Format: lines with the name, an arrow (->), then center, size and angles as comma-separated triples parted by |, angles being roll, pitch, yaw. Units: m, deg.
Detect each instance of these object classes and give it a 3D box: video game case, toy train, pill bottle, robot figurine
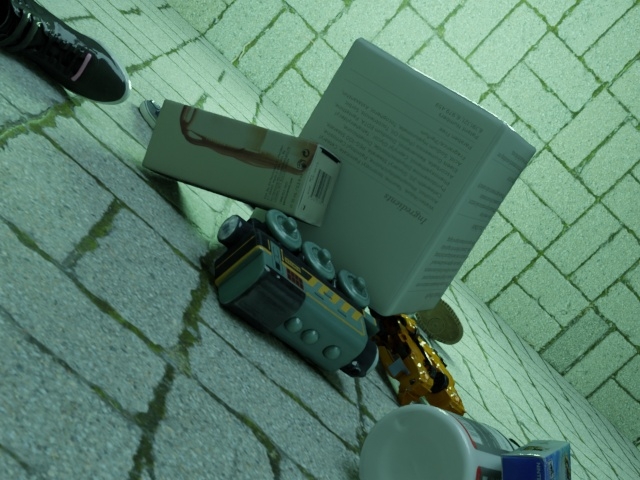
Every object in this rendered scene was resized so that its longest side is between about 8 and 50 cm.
video game case -> 0.293, 0.409, 1.163 | 0.244, 0.061, 0.269 | 20, 69, -67
toy train -> -0.033, 0.094, 1.398 | 0.334, 0.142, 0.190 | 41, 23, -31
pill bottle -> 0.187, 0.326, 1.229 | 0.161, 0.161, 0.283 | 52, 13, 34
robot figurine -> 0.173, 0.232, 1.743 | 0.211, 0.085, 0.291 | 39, 13, -31

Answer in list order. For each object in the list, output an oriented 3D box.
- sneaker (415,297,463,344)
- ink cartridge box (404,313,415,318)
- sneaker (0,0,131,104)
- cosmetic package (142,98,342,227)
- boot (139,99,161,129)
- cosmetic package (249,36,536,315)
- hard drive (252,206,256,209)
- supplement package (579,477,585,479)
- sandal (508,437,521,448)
sneaker -> 0.275, 0.157, 2.369 | 0.282, 0.099, 0.153 | 42, 12, 3
ink cartridge box -> 0.235, 0.092, 2.096 | 0.100, 0.237, 0.172 | 43, 11, 6
sneaker -> -0.454, -0.319, 1.451 | 0.296, 0.104, 0.147 | 38, 13, -3
cosmetic package -> -0.132, -0.132, 1.514 | 0.296, 0.129, 0.153 | 18, -1, 17
boot -> -0.293, -0.244, 1.784 | 0.190, 0.086, 0.069 | 52, 13, 32
cosmetic package -> 0.146, -0.107, 1.668 | 0.327, 0.393, 0.329 | 35, 10, 19
hard drive -> -0.119, -0.075, 1.971 | 0.094, 0.022, 0.135 | 44, 10, -4
supplement package -> 0.360, 0.460, 1.321 | 0.105, 0.179, 0.105 | 48, 11, 18
sandal -> 0.500, 0.515, 2.011 | 0.179, 0.040, 0.067 | 47, 11, 14
